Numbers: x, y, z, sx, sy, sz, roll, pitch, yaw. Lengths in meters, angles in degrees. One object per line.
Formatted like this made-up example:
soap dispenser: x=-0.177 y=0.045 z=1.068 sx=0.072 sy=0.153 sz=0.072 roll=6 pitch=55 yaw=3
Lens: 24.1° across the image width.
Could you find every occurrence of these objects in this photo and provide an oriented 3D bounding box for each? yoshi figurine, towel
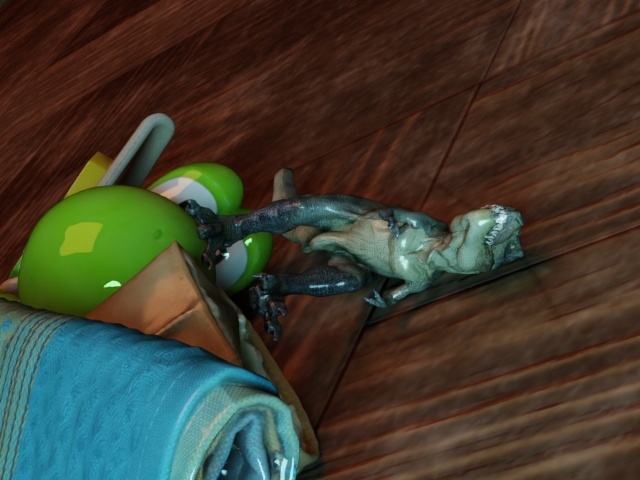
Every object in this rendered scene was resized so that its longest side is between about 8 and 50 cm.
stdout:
yoshi figurine: x=-0.195 y=0.071 z=0.884 sx=0.362 sy=0.203 sz=0.203 roll=-35 pitch=36 yaw=2
towel: x=-0.135 y=0.157 z=0.573 sx=0.370 sy=0.040 sz=0.271 roll=6 pitch=82 yaw=60

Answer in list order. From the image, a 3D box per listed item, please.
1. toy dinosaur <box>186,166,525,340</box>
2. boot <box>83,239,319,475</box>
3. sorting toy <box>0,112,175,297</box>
toy dinosaur: x=0.000 y=0.000 z=0.818 sx=0.118 sy=0.064 sz=0.268 roll=-16 pitch=17 yaw=-28
boot: x=-0.166 y=0.090 z=0.772 sx=0.269 sy=0.236 sz=0.089 roll=-37 pitch=-14 yaw=10
sorting toy: x=-0.200 y=0.012 z=1.112 sx=0.193 sy=0.038 sz=0.208 roll=-51 pitch=4 yaw=47
